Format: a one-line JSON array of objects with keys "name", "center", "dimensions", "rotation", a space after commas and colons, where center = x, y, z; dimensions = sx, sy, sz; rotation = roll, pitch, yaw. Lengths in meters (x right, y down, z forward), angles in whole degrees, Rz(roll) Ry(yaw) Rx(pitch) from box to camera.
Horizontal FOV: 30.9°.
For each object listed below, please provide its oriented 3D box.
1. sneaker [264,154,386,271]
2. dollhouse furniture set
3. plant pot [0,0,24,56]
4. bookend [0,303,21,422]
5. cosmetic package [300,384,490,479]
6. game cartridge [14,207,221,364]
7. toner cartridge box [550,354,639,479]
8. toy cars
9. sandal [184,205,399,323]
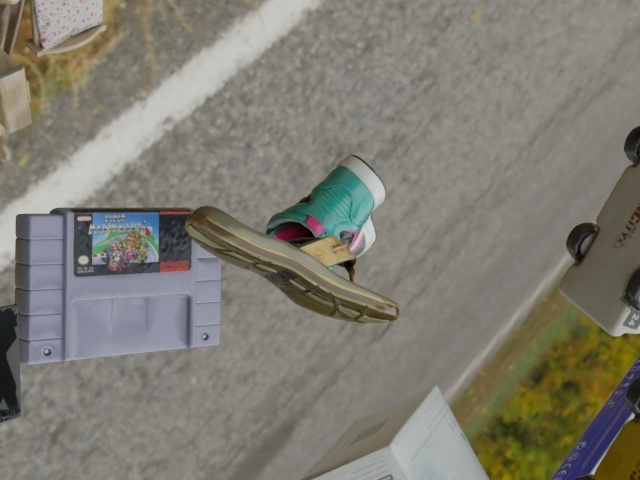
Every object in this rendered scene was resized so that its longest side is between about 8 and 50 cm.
[{"name": "sneaker", "center": [0.000, 0.000, 1.745], "dimensions": [0.178, 0.124, 0.295], "rotation": [-41, 166, -17]}, {"name": "dollhouse furniture set", "center": [-0.411, -0.323, 1.911], "dimensions": [0.356, 0.174, 0.303], "rotation": [-31, 149, -29]}, {"name": "plant pot", "center": [-0.639, -0.425, 2.010], "dimensions": [0.263, 0.229, 0.263], "rotation": [-168, -90, -78]}, {"name": "bookend", "center": [-0.476, 0.153, 1.546], "dimensions": [0.072, 0.156, 0.157], "rotation": [-12, 108, -49]}, {"name": "cosmetic package", "center": [0.116, 0.331, 1.420], "dimensions": [0.138, 0.224, 0.224], "rotation": [-28, -179, 23]}, {"name": "game cartridge", "center": [-0.303, 0.063, 1.797], "dimensions": [0.355, 0.068, 0.230], "rotation": [-2, 99, -43]}, {"name": "toner cartridge box", "center": [0.416, 0.291, 1.480], "dimensions": [0.348, 0.165, 0.075], "rotation": [-45, -170, -33]}, {"name": "toy cars", "center": [0.270, 0.084, 0.892], "dimensions": [0.176, 0.087, 0.393], "rotation": [-22, -124, 53]}, {"name": "sandal", "center": [-0.012, 0.012, 0.817], "dimensions": [0.072, 0.180, 0.049], "rotation": [-9, -125, 58]}]
